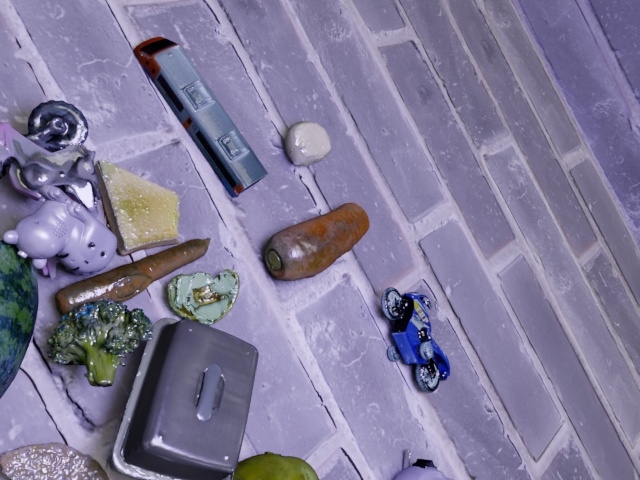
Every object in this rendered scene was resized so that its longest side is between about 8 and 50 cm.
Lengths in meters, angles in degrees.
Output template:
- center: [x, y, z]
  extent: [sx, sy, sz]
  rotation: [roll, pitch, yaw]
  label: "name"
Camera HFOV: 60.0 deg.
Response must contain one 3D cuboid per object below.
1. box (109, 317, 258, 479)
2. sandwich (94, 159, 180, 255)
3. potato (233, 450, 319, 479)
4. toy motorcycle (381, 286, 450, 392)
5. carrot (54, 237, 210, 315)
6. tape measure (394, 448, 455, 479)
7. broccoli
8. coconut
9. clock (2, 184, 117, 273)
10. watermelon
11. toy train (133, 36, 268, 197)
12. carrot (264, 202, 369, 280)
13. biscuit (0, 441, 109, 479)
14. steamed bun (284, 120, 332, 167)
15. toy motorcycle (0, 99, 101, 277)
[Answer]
- center: [-0.236, 0.294, 0.999]
  extent: [0.221, 0.166, 0.290]
  rotation: [28, 47, -24]
  label: "box"
- center: [-0.362, -0.078, 1.144]
  extent: [0.163, 0.058, 0.192]
  rotation: [-15, 81, -40]
  label: "sandwich"
- center: [-0.111, 0.496, 1.037]
  extent: [0.254, 0.186, 0.148]
  rotation: [-5, 121, -32]
  label: "potato"
- center: [0.253, 0.243, 1.444]
  extent: [0.169, 0.113, 0.315]
  rotation: [-39, 107, -48]
  label: "toy motorcycle"
- center: [-0.349, 0.064, 1.097]
  extent: [0.342, 0.070, 0.070]
  rotation: [-26, 90, -41]
  label: "carrot"
- center: [0.235, 0.616, 1.303]
  extent: [0.178, 0.105, 0.196]
  rotation: [52, 53, -18]
  label: "tape measure"
- center: [-0.381, 0.182, 0.960]
  extent: [0.167, 0.154, 0.160]
  rotation: [6, 53, -27]
  label: "broccoli"
- center: [-0.247, 0.120, 1.154]
  extent: [0.158, 0.055, 0.133]
  rotation: [9, 70, -32]
  label: "coconut"
- center: [-0.427, 0.004, 0.923]
  extent: [0.117, 0.080, 0.176]
  rotation: [-59, 141, -21]
  label: "clock"
- center: [-0.578, 0.141, 0.828]
  extent: [0.293, 0.283, 0.250]
  rotation: [-22, 71, -14]
  label: "watermelon"
- center: [-0.272, -0.293, 1.268]
  extent: [0.086, 0.089, 0.409]
  rotation: [-38, 98, -33]
  label: "toy train"
- center: [0.000, 0.000, 1.332]
  extent: [0.302, 0.139, 0.138]
  rotation: [-33, 94, -39]
  label: "carrot"
- center: [-0.420, 0.436, 0.931]
  extent: [0.133, 0.032, 0.249]
  rotation: [-28, 90, -40]
  label: "biscuit"
- center: [-0.040, -0.246, 1.414]
  extent: [0.130, 0.091, 0.112]
  rotation: [-29, 96, -42]
  label: "steamed bun"
- center: [-0.497, -0.087, 1.005]
  extent: [0.188, 0.143, 0.326]
  rotation: [-13, 97, -30]
  label: "toy motorcycle"
